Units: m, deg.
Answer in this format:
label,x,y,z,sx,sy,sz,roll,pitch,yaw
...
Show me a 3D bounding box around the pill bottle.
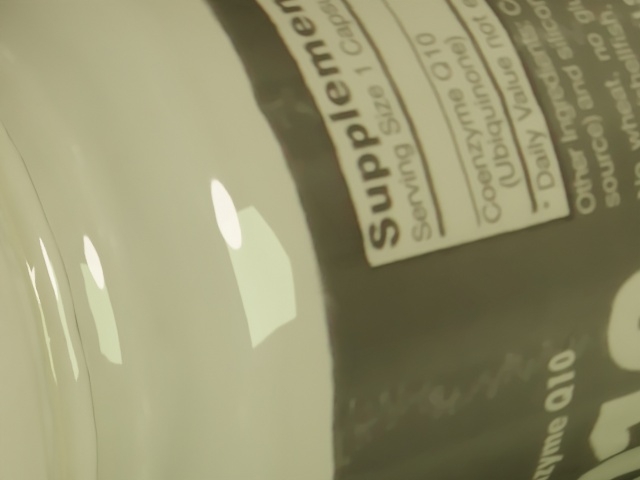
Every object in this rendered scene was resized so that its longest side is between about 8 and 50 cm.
label,x,y,z,sx,sy,sz,roll,pitch,yaw
pill bottle,0.000,0.000,0.567,0.361,0.204,0.204,-14,98,-31
